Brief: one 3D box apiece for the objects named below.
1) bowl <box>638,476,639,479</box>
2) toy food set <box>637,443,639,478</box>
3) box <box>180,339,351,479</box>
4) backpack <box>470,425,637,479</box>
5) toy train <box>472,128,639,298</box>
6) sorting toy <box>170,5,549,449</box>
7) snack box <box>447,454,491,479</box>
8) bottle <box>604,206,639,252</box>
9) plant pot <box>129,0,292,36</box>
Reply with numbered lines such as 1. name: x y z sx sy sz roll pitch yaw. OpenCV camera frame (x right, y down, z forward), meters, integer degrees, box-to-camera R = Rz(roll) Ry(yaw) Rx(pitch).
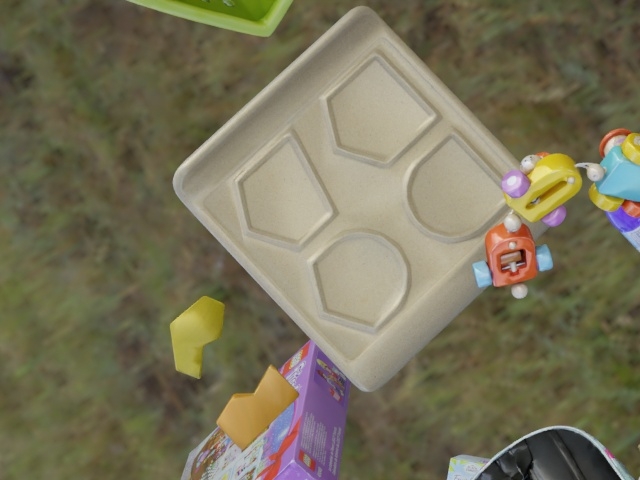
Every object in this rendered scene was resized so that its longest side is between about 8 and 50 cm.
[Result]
1. bowl: 0.445 0.278 1.681 0.163 0.311 0.311 41 167 -19
2. toy food set: 0.373 0.233 1.918 0.078 0.122 0.019 -20 133 36
3. box: -0.062 0.226 1.727 0.057 0.201 0.293 42 -162 -11
4. backpack: 0.285 0.348 2.030 0.253 0.225 0.191 53 -175 32
5. toy train: 0.182 -0.026 1.285 0.125 0.166 0.046 69 -175 -48
6. sorting toy: 0.000 0.000 1.370 0.229 0.307 0.041 47 173 0
7. snack box: 0.195 0.394 2.379 0.174 0.070 0.207 28 -110 -80
8. bottle: 0.457 0.021 2.148 0.283 0.092 0.118 45 -156 -17
9. plant pot: -0.132 -0.390 1.996 0.227 0.228 0.207 -59 44 21
